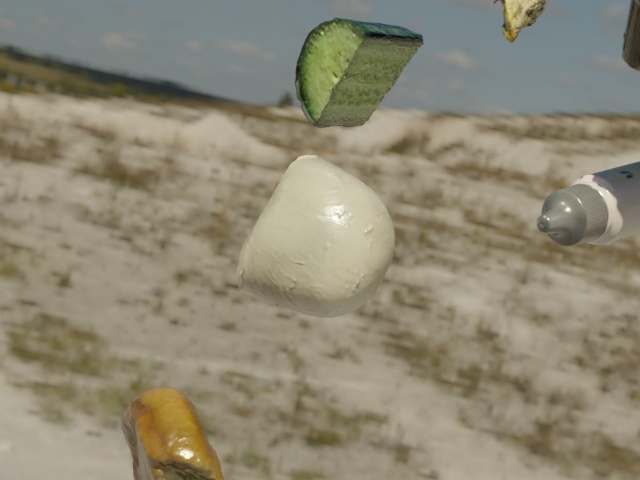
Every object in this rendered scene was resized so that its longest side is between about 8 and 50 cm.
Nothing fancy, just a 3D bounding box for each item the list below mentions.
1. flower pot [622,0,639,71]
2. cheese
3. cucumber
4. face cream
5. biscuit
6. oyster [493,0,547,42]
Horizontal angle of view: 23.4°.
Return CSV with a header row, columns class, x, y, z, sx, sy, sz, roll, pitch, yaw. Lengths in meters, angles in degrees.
class,x,y,z,sx,sy,sz,roll,pitch,yaw
flower pot,0.447,-0.260,1.924,0.157,0.107,0.157,8,32,-5
cheese,0.000,0.000,1.909,0.189,0.198,0.154,24,-10,30
cucumber,0.030,-0.170,1.498,0.115,0.116,0.062,-3,47,-52
face cream,0.376,-0.047,1.941,0.311,0.092,0.092,-16,23,-43
biscuit,-0.160,0.279,1.762,0.091,0.274,0.213,-16,43,-12
oyster,0.278,-0.350,1.975,0.072,0.133,0.209,16,34,18
